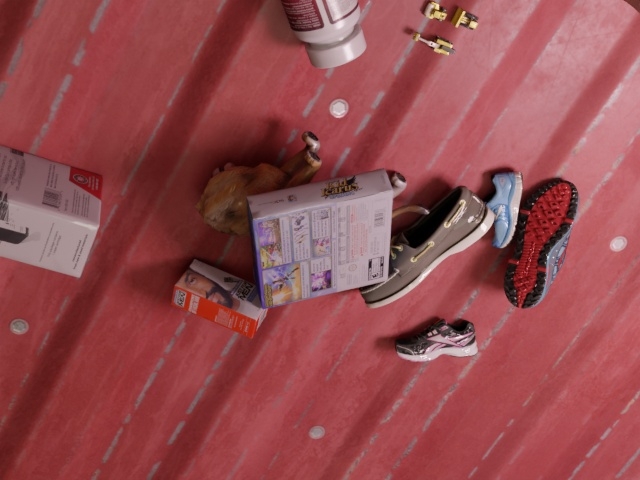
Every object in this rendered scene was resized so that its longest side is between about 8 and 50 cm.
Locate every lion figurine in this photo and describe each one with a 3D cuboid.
[{"bbox_3d":[-0.014,-0.056,1.935,0.392,0.142,0.240,26,119,-26],"label":"lion figurine"}]

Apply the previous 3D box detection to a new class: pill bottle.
[{"bbox_3d":[-0.005,-0.404,1.747,0.121,0.121,0.221,-21,120,2],"label":"pill bottle"}]

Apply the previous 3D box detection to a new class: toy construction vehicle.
[{"bbox_3d":[0.220,-0.369,1.855,0.098,0.035,0.086,21,114,-20],"label":"toy construction vehicle"}]

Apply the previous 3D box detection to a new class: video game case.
[{"bbox_3d":[0.000,0.000,1.874,0.244,0.061,0.269,-13,144,-9],"label":"video game case"}]

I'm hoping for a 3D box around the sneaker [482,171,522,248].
[{"bbox_3d":[0.346,-0.062,2.046,0.073,0.063,0.162,8,115,7],"label":"sneaker"}]

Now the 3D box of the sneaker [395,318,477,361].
[{"bbox_3d":[0.234,0.196,2.166,0.178,0.072,0.077,-5,108,-16],"label":"sneaker"}]

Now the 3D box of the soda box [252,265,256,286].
[{"bbox_3d":[-0.036,0.066,2.039,0.183,0.063,0.058,-14,120,-1],"label":"soda box"}]

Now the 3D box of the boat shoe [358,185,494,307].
[{"bbox_3d":[0.185,0.012,2.022,0.305,0.109,0.091,-38,113,15],"label":"boat shoe"}]

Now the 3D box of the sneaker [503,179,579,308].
[{"bbox_3d":[0.435,0.005,2.080,0.104,0.125,0.262,25,98,23],"label":"sneaker"}]

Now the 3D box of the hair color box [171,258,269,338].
[{"bbox_3d":[-0.183,0.108,1.982,0.167,0.093,0.053,21,128,7],"label":"hair color box"}]

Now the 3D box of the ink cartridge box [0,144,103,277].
[{"bbox_3d":[-0.521,-0.064,1.806,0.273,0.197,0.114,18,115,-18],"label":"ink cartridge box"}]

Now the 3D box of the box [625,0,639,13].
[{"bbox_3d":[0.619,-0.494,1.787,0.127,0.148,0.232,-1,120,-10],"label":"box"}]
